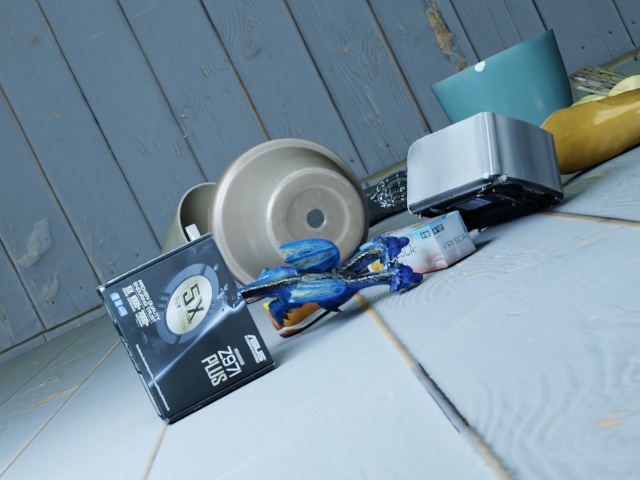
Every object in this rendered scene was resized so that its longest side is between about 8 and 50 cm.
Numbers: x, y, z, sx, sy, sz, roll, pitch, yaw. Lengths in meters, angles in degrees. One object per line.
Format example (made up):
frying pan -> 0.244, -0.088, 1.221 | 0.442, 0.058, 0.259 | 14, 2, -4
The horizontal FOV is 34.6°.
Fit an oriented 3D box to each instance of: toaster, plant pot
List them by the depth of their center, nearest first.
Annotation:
toaster -> 0.233, -0.092, 1.430 | 0.168, 0.110, 0.185 | 10, -21, -40
plant pot -> -0.032, -0.030, 1.572 | 0.263, 0.263, 0.229 | -26, 8, -11
plant pot -> 0.421, -0.296, 2.265 | 0.293, 0.235, 0.293 | -25, 4, 2
plant pot -> -0.298, 0.032, 2.607 | 0.256, 0.256, 0.274 | -30, -10, -43

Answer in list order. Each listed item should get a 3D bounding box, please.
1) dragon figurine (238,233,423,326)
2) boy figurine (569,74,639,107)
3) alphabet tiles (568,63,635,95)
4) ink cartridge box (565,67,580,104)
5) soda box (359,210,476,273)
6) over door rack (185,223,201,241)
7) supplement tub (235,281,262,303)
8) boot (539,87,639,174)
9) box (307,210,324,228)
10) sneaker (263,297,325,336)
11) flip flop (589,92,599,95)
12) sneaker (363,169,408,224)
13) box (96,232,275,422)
dragon figurine -> -0.016, 0.049, 1.323 | 0.289, 0.085, 0.144 | -5, -19, -21
boy figurine -> 0.492, -0.217, 1.906 | 0.285, 0.092, 0.177 | -23, 1, 9
alphabet tiles -> 0.646, -0.341, 2.238 | 0.198, 0.009, 0.237 | 19, 26, 22
ink cartridge box -> 0.496, -0.347, 2.599 | 0.289, 0.211, 0.121 | -23, 3, 14
soda box -> 0.131, 0.011, 1.428 | 0.058, 0.063, 0.183 | -28, 5, -31
over door rack -> -0.154, 0.027, 2.206 | 0.239, 0.108, 0.324 | -26, -20, -13
supplement tub -> -0.148, 0.017, 2.014 | 0.106, 0.198, 0.106 | -24, 4, 2
boot -> 0.489, -0.197, 1.609 | 0.295, 0.104, 0.211 | -24, 2, -41
box -> -0.003, -0.002, 1.828 | 0.126, 0.137, 0.072 | -26, 3, -9
sneaker -> -0.014, 0.076, 1.457 | 0.064, 0.067, 0.175 | -24, 3, 33
flip flop -> 0.649, -0.323, 2.310 | 0.112, 0.080, 0.277 | -24, 5, 18
sneaker -> 0.102, -0.071, 2.413 | 0.286, 0.109, 0.130 | -19, -5, 0
box -> -0.162, 0.104, 1.230 | 0.147, 0.180, 0.077 | -26, 3, -16
